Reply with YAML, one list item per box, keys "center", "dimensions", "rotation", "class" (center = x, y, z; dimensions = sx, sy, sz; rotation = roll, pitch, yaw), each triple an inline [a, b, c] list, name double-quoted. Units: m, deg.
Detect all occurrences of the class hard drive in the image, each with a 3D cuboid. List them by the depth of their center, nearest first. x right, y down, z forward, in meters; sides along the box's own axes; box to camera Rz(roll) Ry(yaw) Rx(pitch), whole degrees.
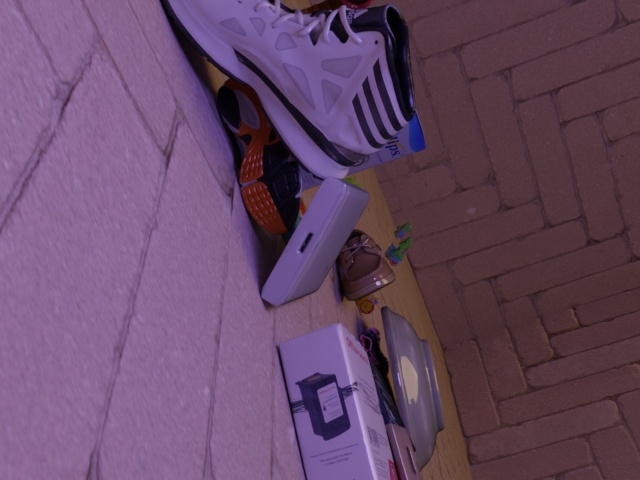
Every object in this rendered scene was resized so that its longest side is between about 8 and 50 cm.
- center: [0.000, 0.000, 1.442]
  dimensions: [0.040, 0.203, 0.307]
  rotation: [30, 5, 8]
  class: "hard drive"

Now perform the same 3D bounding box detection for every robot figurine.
- center: [0.085, -0.117, 2.513]
  dimensions: [0.101, 0.067, 0.115]
  rotation: [80, -3, -59]
  class: "robot figurine"

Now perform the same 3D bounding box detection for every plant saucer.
- center: [0.222, 0.345, 2.118]
  dimensions: [0.400, 0.100, 0.401]
  rotation: [-10, 90, -86]
  class: "plant saucer"

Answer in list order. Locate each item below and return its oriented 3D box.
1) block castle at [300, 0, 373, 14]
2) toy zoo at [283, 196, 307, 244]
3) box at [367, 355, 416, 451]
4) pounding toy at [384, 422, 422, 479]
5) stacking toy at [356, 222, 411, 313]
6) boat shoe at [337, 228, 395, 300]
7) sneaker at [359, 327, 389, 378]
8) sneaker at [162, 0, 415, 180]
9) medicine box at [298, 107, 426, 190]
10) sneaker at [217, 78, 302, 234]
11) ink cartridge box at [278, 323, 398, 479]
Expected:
- center: [-0.077, -0.670, 1.922]
  dimensions: [0.213, 0.302, 0.454]
  rotation: [-93, 164, -81]
  class: "block castle"
- center: [-0.055, -0.059, 1.672]
  dimensions: [0.192, 0.030, 0.293]
  rotation: [-92, 162, -61]
  class: "toy zoo"
- center: [0.099, 0.302, 1.704]
  dimensions: [0.183, 0.059, 0.233]
  rotation: [65, 4, 31]
  class: "box"
- center: [0.090, 0.379, 1.412]
  dimensions: [0.100, 0.130, 0.141]
  rotation: [34, 35, -58]
  class: "pounding toy"
- center: [0.166, 0.065, 2.252]
  dimensions: [0.052, 0.221, 0.167]
  rotation: [34, 16, -6]
  class: "stacking toy"
- center: [0.086, 0.050, 2.069]
  dimensions: [0.341, 0.121, 0.110]
  rotation: [-116, -179, -80]
  class: "boat shoe"
- center: [0.118, 0.261, 2.067]
  dimensions: [0.057, 0.047, 0.119]
  rotation: [-11, 82, -59]
  class: "sneaker"
- center: [-0.025, -0.321, 1.326]
  dimensions: [0.447, 0.257, 0.169]
  rotation: [48, 34, -14]
  class: "sneaker"
- center: [0.039, -0.278, 1.846]
  dimensions: [0.149, 0.289, 0.264]
  rotation: [60, 14, -51]
  class: "medicine box"
- center: [-0.084, -0.130, 1.450]
  dimensions: [0.121, 0.099, 0.263]
  rotation: [54, 21, -76]
  class: "sneaker"
- center: [0.030, 0.262, 1.315]
  dimensions: [0.172, 0.100, 0.237]
  rotation: [53, 22, -64]
  class: "ink cartridge box"
